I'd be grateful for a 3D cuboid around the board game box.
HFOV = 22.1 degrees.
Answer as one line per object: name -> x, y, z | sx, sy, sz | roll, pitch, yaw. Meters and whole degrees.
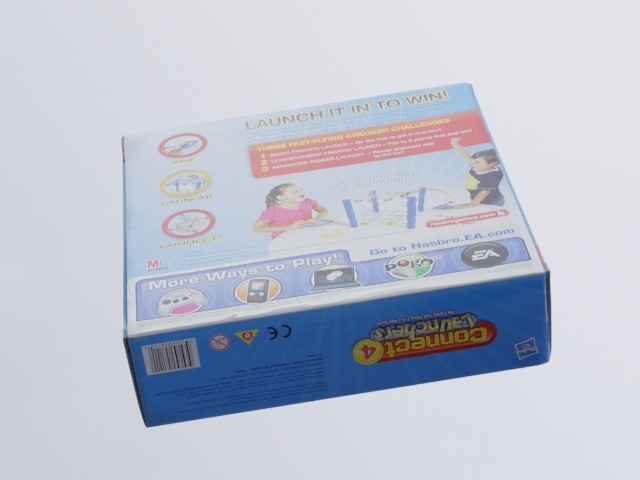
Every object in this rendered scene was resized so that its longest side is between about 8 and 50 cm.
board game box -> 0.000, 0.000, 1.296 | 0.308, 0.302, 0.086 | -9, -58, -1
